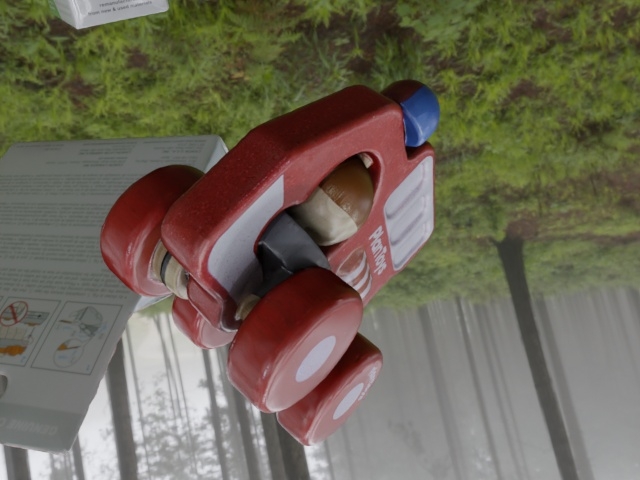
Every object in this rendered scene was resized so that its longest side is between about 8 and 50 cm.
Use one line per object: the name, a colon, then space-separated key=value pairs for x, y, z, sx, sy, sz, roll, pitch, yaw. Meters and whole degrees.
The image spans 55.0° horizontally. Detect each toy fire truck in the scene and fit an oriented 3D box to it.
toy fire truck: x=0.000 y=0.000 z=0.490 sx=0.254 sy=0.169 sz=0.302 roll=-47 pitch=154 yaw=-14

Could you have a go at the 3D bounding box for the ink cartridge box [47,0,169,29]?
ink cartridge box: x=-0.228 y=-0.323 z=0.564 sx=0.093 sy=0.219 sz=0.160 roll=-22 pitch=-148 yaw=-22

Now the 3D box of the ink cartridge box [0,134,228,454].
ink cartridge box: x=-0.292 y=0.042 z=0.678 sx=0.309 sy=0.384 sz=0.091 roll=2 pitch=142 yaw=18
